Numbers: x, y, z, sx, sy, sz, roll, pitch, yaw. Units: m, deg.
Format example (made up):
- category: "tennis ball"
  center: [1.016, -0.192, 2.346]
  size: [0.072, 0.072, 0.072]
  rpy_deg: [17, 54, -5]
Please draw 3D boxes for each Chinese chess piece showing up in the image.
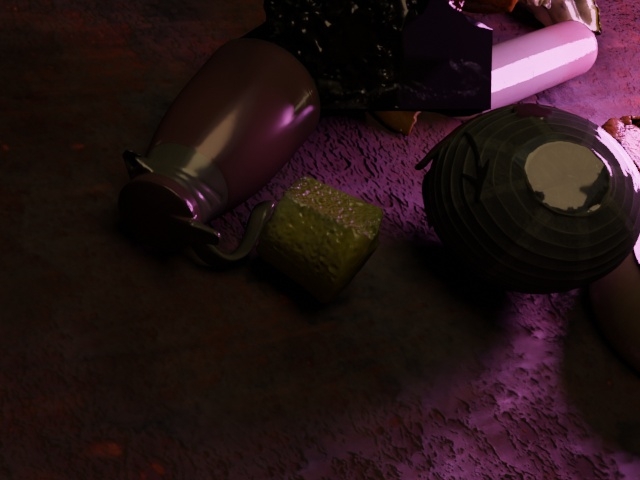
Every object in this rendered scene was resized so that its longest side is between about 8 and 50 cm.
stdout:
- category: "Chinese chess piece"
  center: [0.459, 0.083, 1.869]
  size: [0.250, 0.103, 0.250]
  rpy_deg: [22, 38, -18]

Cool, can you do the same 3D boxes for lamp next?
- category: "lamp"
  center: [0.248, -0.047, 1.760]
  size: [0.265, 0.233, 0.233]
  rpy_deg: [-5, 49, -18]

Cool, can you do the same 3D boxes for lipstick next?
- category: "lipstick"
  center: [0.285, -0.247, 2.118]
  size: [0.087, 0.087, 0.327]
  rpy_deg: [46, 38, 15]

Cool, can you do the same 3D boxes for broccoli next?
- category: "broccoli"
  center: [0.340, -0.418, 2.303]
  size: [0.288, 0.248, 0.245]
  rpy_deg: [-34, 108, -62]

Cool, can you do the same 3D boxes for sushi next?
- category: "sushi"
  center: [0.050, -0.248, 1.771]
  size: [0.215, 0.212, 0.227]
  rpy_deg: [-5, 6, -39]

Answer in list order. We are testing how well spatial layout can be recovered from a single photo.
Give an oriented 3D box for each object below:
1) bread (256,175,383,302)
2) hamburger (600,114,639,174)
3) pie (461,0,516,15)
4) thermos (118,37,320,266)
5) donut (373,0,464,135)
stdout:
- category: "bread"
  center: [0.000, 0.000, 1.606]
  size: [0.114, 0.111, 0.129]
  rpy_deg: [32, 18, 5]
- category: "hamburger"
  center: [0.464, -0.080, 2.056]
  size: [0.231, 0.107, 0.231]
  rpy_deg: [19, 35, -15]
- category: "pie"
  center: [0.170, -0.407, 2.104]
  size: [0.308, 0.085, 0.308]
  rpy_deg: [21, -4, 2]
- category: "thermos"
  center: [-0.110, -0.084, 1.607]
  size: [0.176, 0.146, 0.265]
  rpy_deg: [53, 41, -18]
- category: "donut"
  center: [0.109, -0.285, 2.008]
  size: [0.151, 0.112, 0.295]
  rpy_deg: [33, 35, -7]
